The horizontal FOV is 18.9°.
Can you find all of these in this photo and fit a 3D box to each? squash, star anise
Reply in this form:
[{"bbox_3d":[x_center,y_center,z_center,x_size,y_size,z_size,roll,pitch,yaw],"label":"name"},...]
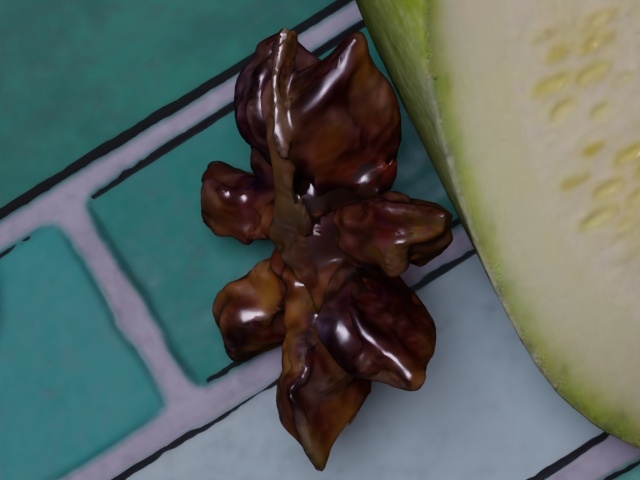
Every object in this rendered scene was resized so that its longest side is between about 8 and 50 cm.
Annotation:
[{"bbox_3d":[0.123,-0.064,0.663,0.189,0.189,0.260,-25,79,0],"label":"squash"},{"bbox_3d":[0.000,-0.001,0.690,0.057,0.168,0.167,-11,83,-23],"label":"star anise"}]
